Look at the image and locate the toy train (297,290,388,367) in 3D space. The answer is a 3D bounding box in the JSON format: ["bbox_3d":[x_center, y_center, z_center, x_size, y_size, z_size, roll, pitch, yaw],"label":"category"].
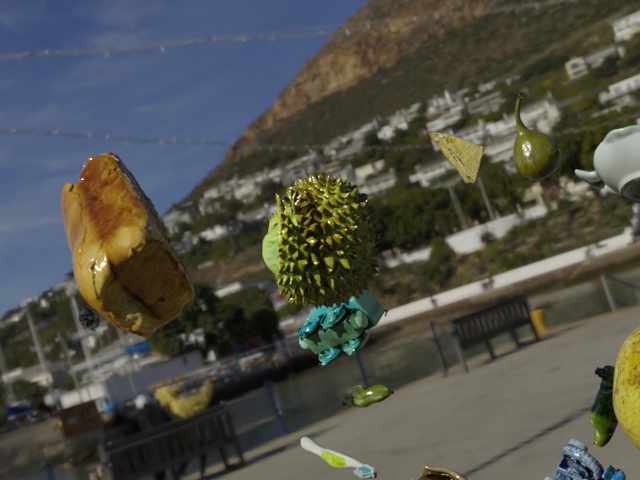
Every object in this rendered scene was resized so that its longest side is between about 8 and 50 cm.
[{"bbox_3d":[0.047,0.189,2.050,0.203,0.112,0.163,-26,20,43],"label":"toy train"}]

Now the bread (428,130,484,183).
[{"bbox_3d":[0.257,-0.162,1.720,0.109,0.080,0.084,17,6,-9],"label":"bread"}]

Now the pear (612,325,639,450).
[{"bbox_3d":[0.449,0.179,1.065,0.197,0.197,0.197,-18,-5,-2],"label":"pear"}]

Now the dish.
[{"bbox_3d":[0.582,-0.118,1.604,0.224,0.078,0.246,24,-30,-30],"label":"dish"}]

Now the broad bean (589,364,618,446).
[{"bbox_3d":[0.531,0.298,1.644,0.061,0.195,0.046,-20,34,-13],"label":"broad bean"}]

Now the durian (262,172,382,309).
[{"bbox_3d":[0.001,0.001,1.327,0.176,0.200,0.237,-21,-16,-5],"label":"durian"}]

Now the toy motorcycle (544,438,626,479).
[{"bbox_3d":[0.463,0.417,1.516,0.092,0.135,0.254,-50,-25,-17],"label":"toy motorcycle"}]

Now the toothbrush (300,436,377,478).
[{"bbox_3d":[0.022,0.307,1.262,0.026,0.022,0.263,-7,0,-19],"label":"toothbrush"}]

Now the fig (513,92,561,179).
[{"bbox_3d":[0.539,-0.269,2.300,0.124,0.236,0.124,-24,18,8],"label":"fig"}]

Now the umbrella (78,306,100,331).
[{"bbox_3d":[-0.414,0.141,1.598,0.031,0.036,0.133,24,-13,-5],"label":"umbrella"}]

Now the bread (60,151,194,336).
[{"bbox_3d":[-0.325,0.006,1.435,0.149,0.195,0.344,-31,36,-5],"label":"bread"}]

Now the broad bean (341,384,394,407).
[{"bbox_3d":[0.088,0.328,1.873,0.070,0.048,0.213,-4,-10,-21],"label":"broad bean"}]

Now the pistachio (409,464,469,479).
[{"bbox_3d":[0.271,0.558,1.784,0.138,0.238,0.153,-32,-10,-37],"label":"pistachio"}]
